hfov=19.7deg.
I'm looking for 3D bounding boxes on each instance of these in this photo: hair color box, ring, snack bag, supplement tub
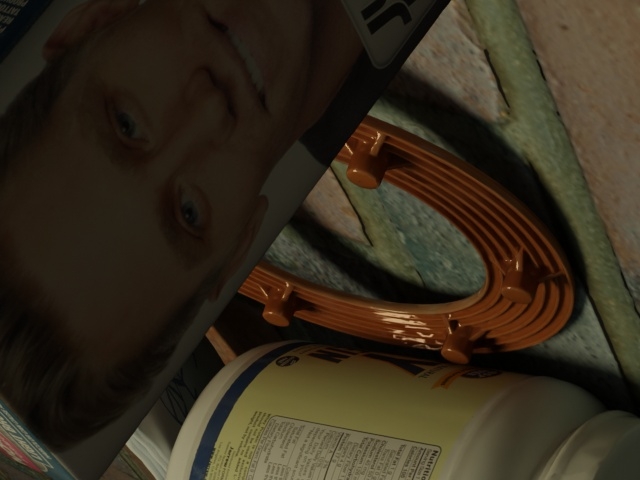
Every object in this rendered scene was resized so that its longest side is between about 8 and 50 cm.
[{"bbox_3d":[-0.064,-0.091,0.757,0.105,0.347,0.174,18,153,39],"label":"hair color box"},{"bbox_3d":[0.000,0.000,1.192,0.337,0.032,0.336,18,156,8],"label":"ring"},{"bbox_3d":[-0.108,0.139,1.510,0.342,0.037,0.323,57,-173,-40],"label":"snack bag"},{"bbox_3d":[0.077,0.201,1.289,0.325,0.235,0.235,6,145,36],"label":"supplement tub"}]
